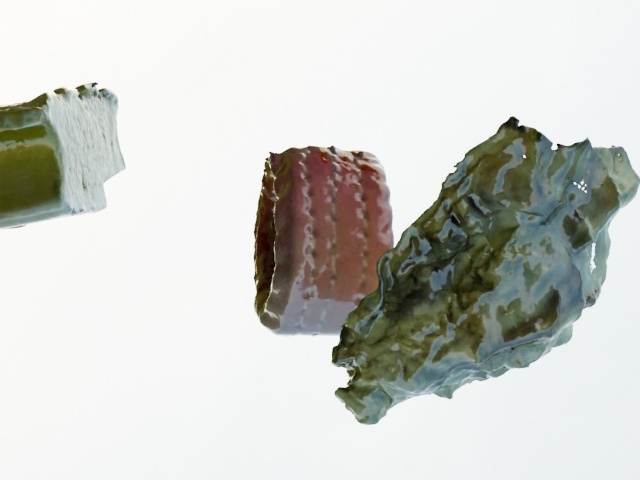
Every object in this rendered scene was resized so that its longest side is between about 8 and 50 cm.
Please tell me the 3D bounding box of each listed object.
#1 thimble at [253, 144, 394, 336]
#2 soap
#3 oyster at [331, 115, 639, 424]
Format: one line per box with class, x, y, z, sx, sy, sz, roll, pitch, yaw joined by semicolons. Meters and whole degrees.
thimble;-0.001;0.007;1.740;0.163;0.125;0.189;124;-32;-67
soap;-0.348;-0.074;1.618;0.259;0.281;0.143;-49;129;-77
oyster;0.163;0.046;1.583;0.354;0.201;0.107;-50;-150;6
